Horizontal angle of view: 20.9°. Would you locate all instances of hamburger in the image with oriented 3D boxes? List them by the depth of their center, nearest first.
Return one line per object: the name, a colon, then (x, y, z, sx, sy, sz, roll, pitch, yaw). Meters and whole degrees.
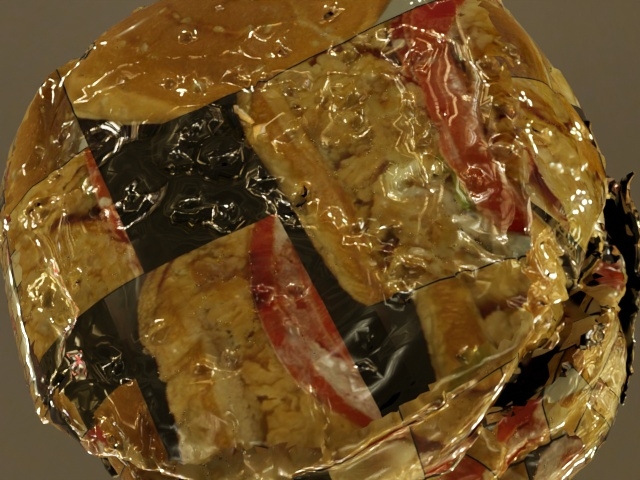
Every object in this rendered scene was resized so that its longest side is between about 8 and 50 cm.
hamburger: (0.000, 0.000, 0.596, 0.231, 0.231, 0.107, -11, -32, 10)
